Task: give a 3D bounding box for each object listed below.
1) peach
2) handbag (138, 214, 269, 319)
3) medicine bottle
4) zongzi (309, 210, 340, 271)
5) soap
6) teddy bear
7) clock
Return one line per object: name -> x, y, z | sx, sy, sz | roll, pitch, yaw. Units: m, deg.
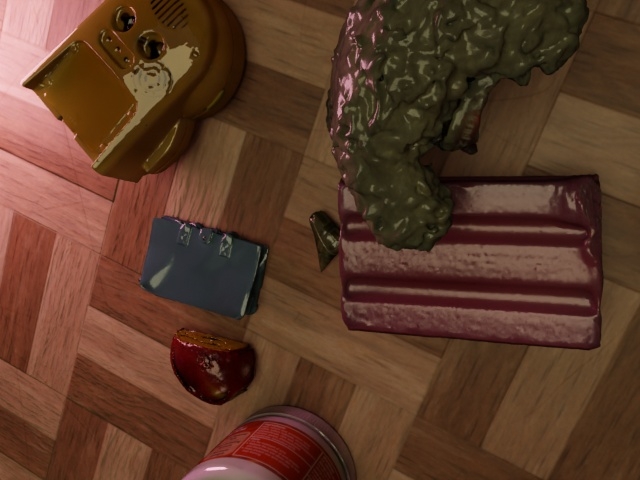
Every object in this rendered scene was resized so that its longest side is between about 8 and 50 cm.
peach -> -0.202, 0.221, 1.114 | 0.172, 0.092, 0.127 | 34, 113, 10
handbag -> -0.207, 0.045, 1.108 | 0.221, 0.057, 0.144 | 15, 98, 19
medicine bottle -> -0.091, 0.437, 1.031 | 0.252, 0.241, 0.252 | 4, 100, 21
zongzi -> 0.000, 0.000, 1.031 | 0.076, 0.040, 0.083 | 49, 130, 13
soap -> 0.211, 0.019, 0.901 | 0.359, 0.128, 0.233 | 2, 102, 21
teddy bear -> 0.114, -0.219, 0.804 | 0.224, 0.367, 0.357 | 22, 118, -15
clock -> -0.276, -0.275, 1.009 | 0.317, 0.200, 0.244 | -42, 87, 14
